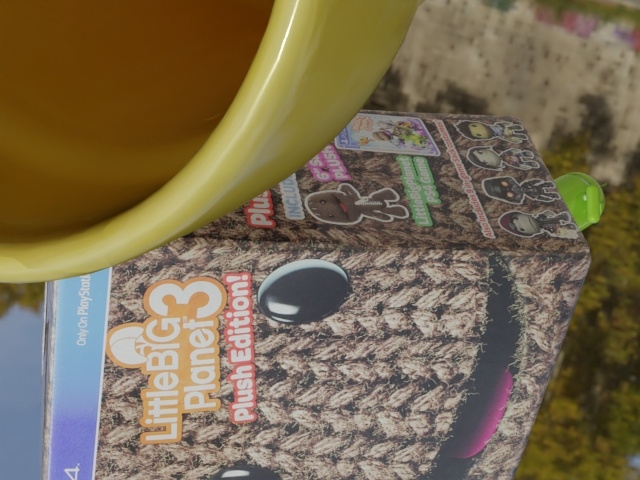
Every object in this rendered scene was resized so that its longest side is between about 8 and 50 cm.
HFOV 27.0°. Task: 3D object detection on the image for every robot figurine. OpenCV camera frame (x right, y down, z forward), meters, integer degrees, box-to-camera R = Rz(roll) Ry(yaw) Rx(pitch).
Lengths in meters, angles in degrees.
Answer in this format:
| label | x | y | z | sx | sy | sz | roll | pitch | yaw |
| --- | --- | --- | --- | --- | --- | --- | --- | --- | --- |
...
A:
| label | x | y | z | sx | sy | sz | roll | pitch | yaw |
| --- | --- | --- | --- | --- | --- | --- | --- | --- | --- |
| robot figurine | 0.276 | -0.037 | 1.520 | 0.115 | 0.067 | 0.101 | -28 | -179 | -33 |

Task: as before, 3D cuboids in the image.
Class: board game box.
| label | x | y | z | sx | sy | sz | roll | pitch | yaw |
| --- | --- | --- | --- | --- | --- | --- | --- | --- | --- |
| board game box | -0.020 | 0.052 | 0.810 | 0.291 | 0.232 | 0.141 | 1 | -143 | -13 |

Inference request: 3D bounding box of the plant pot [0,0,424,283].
| label | x | y | z | sx | sy | sz | roll | pitch | yaw |
| --- | --- | --- | --- | --- | --- | --- | --- | --- | --- |
| plant pot | -0.052 | -0.138 | 0.454 | 0.254 | 0.254 | 0.239 | 21 | -155 | 23 |
